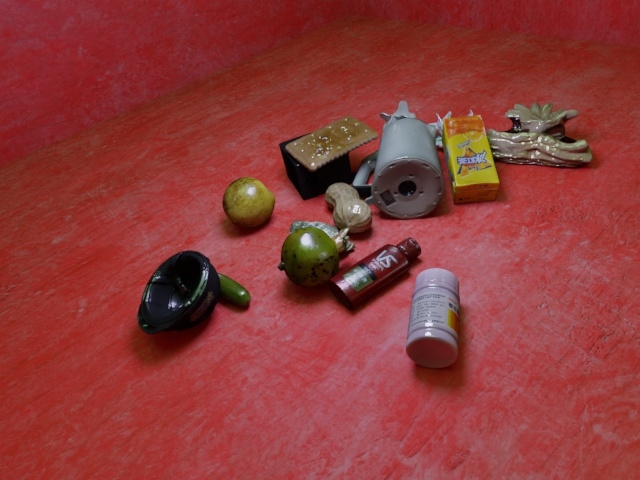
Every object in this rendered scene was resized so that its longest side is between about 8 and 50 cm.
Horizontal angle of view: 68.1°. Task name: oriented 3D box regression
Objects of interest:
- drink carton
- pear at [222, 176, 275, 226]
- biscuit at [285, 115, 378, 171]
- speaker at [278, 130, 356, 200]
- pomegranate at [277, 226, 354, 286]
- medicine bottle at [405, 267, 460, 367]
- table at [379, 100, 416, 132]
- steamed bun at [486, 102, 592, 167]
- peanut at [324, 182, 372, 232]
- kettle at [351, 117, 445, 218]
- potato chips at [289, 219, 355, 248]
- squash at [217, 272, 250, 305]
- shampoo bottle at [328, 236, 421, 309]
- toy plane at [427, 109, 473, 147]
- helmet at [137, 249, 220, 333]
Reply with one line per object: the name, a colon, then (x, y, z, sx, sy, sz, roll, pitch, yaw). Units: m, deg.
drink carton: (0.555, -0.308, 1.775, 0.155, 0.111, 0.351, -4, 54, 8)
pear: (-0.277, -0.137, 1.781, 0.198, 0.197, 0.197, -7, 39, 6)
biscuit: (0.041, -0.387, 1.840, 0.325, 0.044, 0.217, -29, 47, -17)
speaker: (-0.007, -0.326, 1.947, 0.254, 0.184, 0.232, -21, 40, -10)
pomegranate: (-0.017, 0.030, 1.486, 0.198, 0.198, 0.246, 33, 82, 41)
medicine bottle: (0.304, 0.202, 1.263, 0.134, 0.133, 0.249, 1, 39, 16)
table: (0.346, -0.463, 1.972, 0.167, 0.198, 0.166, -23, 47, 27)
steamed bun: (0.848, -0.426, 1.864, 0.428, 0.189, 0.247, 14, 38, 29)
peanut: (0.094, -0.122, 1.725, 0.136, 0.120, 0.298, -34, 36, 5)
kettle: (0.283, -0.264, 1.796, 0.361, 0.250, 0.376, -27, 29, 28)
potato chips: (-0.003, -0.005, 1.648, 0.167, 0.059, 0.228, -36, 53, -18)
squash: (-0.317, 0.146, 1.537, 0.252, 0.066, 0.066, 21, 49, 34)
shampoo bottle: (0.178, 0.092, 1.470, 0.314, 0.076, 0.118, -30, 51, -22)
toy plane: (0.547, -0.443, 2.005, 0.251, 0.101, 0.255, -28, 48, 15)
helmet: (-0.412, 0.176, 1.449, 0.231, 0.160, 0.278, 23, 77, 37)
